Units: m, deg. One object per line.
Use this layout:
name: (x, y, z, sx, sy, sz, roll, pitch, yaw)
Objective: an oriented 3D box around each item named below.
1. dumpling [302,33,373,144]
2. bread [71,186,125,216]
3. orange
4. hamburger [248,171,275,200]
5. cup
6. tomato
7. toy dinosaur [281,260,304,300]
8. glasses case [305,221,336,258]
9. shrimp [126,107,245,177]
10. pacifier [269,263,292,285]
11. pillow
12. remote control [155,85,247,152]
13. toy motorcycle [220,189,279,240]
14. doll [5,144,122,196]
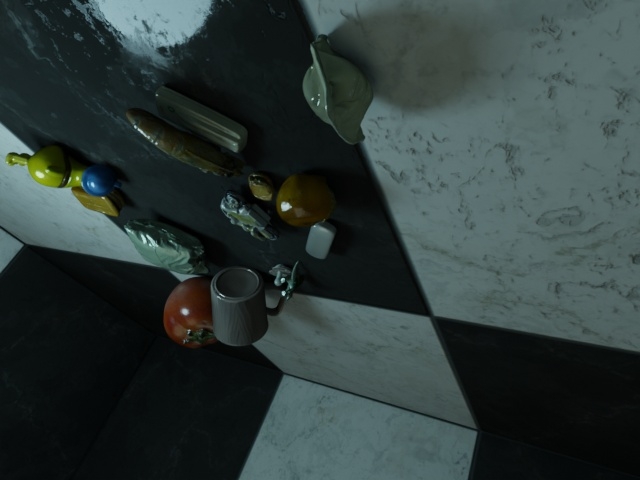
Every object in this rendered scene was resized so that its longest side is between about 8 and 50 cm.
dumpling: (0.029, -0.249, 0.790, 0.181, 0.155, 0.111, 41, 125, -11)
bread: (-0.826, -0.159, 1.691, 0.201, 0.077, 0.116, 13, 151, 24)
orange: (-0.035, -0.101, 1.130, 0.157, 0.134, 0.156, -6, -178, 0)
hamburger: (-0.159, -0.146, 1.224, 0.076, 0.044, 0.083, 13, 152, 18)
cup: (-0.292, 0.267, 1.802, 0.289, 0.208, 0.273, 10, 129, 9)
tomato: (-0.537, 0.312, 2.036, 0.322, 0.321, 0.321, 19, 151, 11)
toy dinosaur: (-0.094, 0.150, 1.643, 0.044, 0.187, 0.106, 35, -164, 32)
glasses case: (0.000, 0.000, 1.344, 0.074, 0.049, 0.193, 23, 153, 4)
shrimp: (-0.326, -0.238, 1.125, 0.317, 0.077, 0.168, 26, -164, -39)
pacifier: (-0.144, 0.129, 1.651, 0.082, 0.078, 0.099, 16, 154, -17)
pillow: (-0.581, 0.037, 1.767, 0.310, 0.138, 0.283, 19, 155, -2)
remote control: (-0.286, -0.282, 1.084, 0.230, 0.049, 0.090, 26, 154, 0)
toy motorcycle: (-0.226, -0.073, 1.373, 0.151, 0.074, 0.228, -1, 144, 43)
doll: (-0.853, -0.237, 1.543, 0.363, 0.145, 0.199, 15, -169, -1)
